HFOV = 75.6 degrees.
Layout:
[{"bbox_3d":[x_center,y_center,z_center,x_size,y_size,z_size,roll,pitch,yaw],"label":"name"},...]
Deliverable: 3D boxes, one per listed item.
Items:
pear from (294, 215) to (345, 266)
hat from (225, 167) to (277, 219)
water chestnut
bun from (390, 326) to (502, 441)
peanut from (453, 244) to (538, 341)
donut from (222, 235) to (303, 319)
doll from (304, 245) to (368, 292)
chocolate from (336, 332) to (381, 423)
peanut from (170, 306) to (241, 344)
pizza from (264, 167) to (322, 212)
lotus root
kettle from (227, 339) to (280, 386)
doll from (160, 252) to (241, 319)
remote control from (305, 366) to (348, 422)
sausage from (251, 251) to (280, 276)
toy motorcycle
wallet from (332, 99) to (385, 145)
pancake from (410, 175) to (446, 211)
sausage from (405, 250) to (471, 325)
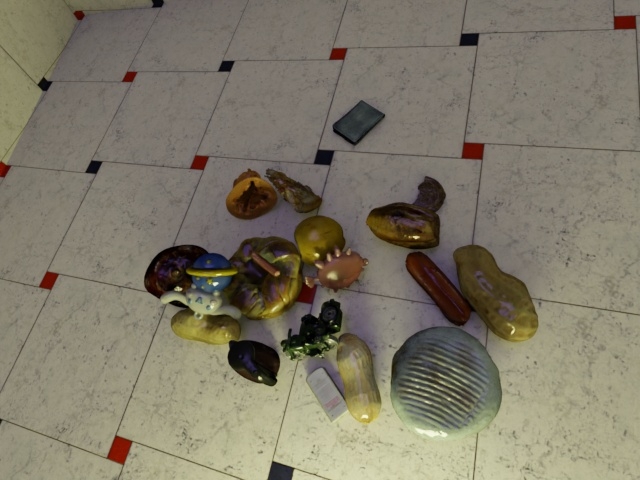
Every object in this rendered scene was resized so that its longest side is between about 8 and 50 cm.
[{"bbox_3d":[0.000,0.000,1.670,0.208,0.209,0.209,-6,64,12],"label":"pear"},{"bbox_3d":[-0.324,-0.263,1.887,0.233,0.244,0.233,-13,49,0],"label":"hat"},{"bbox_3d":[-0.587,0.138,1.732,0.244,0.289,0.289,35,78,31],"label":"water chestnut"},{"bbox_3d":[0.394,0.464,1.339,0.361,0.211,0.362,-5,64,9],"label":"bun"},{"bbox_3d":[0.605,0.171,1.443,0.192,0.170,0.387,-27,61,-5],"label":"peanut"},{"bbox_3d":[-0.233,0.145,1.681,0.359,0.170,0.361,-6,66,13],"label":"donut"},{"bbox_3d":[0.064,0.119,1.593,0.261,0.211,0.093,-23,39,-4],"label":"doll"},{"bbox_3d":[0.135,0.477,1.452,0.134,0.134,0.310,-18,65,6],"label":"chocolate"},{"bbox_3d":[-0.466,0.339,1.665,0.318,0.147,0.148,5,67,21],"label":"peanut"},{"bbox_3d":[-0.122,-0.230,1.824,0.297,0.189,0.071,42,126,25],"label":"pizza"},{"bbox_3d":[0.327,-0.068,1.627,0.290,0.193,0.193,9,68,23],"label":"lotus root"},{"bbox_3d":[-0.238,0.454,1.500,0.144,0.232,0.202,-41,63,-5],"label":"kettle"},{"bbox_3d":[-0.455,0.169,1.585,0.310,0.160,0.243,-2,106,2],"label":"doll"},{"bbox_3d":[0.025,0.554,1.497,0.087,0.029,0.190,-37,62,-4],"label":"remote control"},{"bbox_3d":[-0.211,0.092,1.587,0.147,0.030,0.035,37,86,24],"label":"sausage"},{"bbox_3d":[-0.028,0.335,1.539,0.275,0.127,0.205,-24,37,31],"label":"toy motorcycle"},{"bbox_3d":[0.179,-0.565,1.976,0.222,0.036,0.167,-45,62,-10],"label":"wallet"},{"bbox_3d":[0.433,-0.188,1.740,0.184,0.020,0.191,-3,65,14],"label":"pancake"},{"bbox_3d":[0.436,0.168,1.528,0.102,0.102,0.330,-34,61,-2],"label":"sausage"}]
